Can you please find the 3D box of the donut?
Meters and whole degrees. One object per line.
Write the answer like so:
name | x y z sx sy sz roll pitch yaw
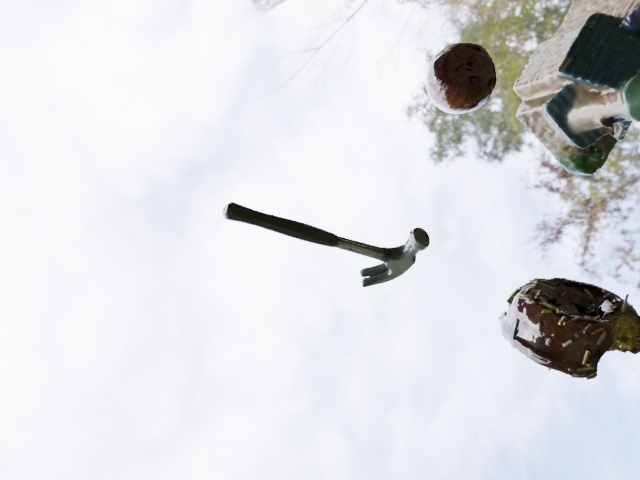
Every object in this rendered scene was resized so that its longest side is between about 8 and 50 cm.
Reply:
donut | 0.414 0.129 1.110 0.230 0.216 0.096 -9 -64 -27

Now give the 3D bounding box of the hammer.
hammer | 0.000 0.000 0.784 0.246 0.103 0.029 14 -133 -23

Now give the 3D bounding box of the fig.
fig | 0.168 -0.190 0.850 0.088 0.125 0.089 3 -110 -7

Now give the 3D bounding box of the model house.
model house | 0.526 -0.286 1.108 0.245 0.280 0.312 42 -110 -21
